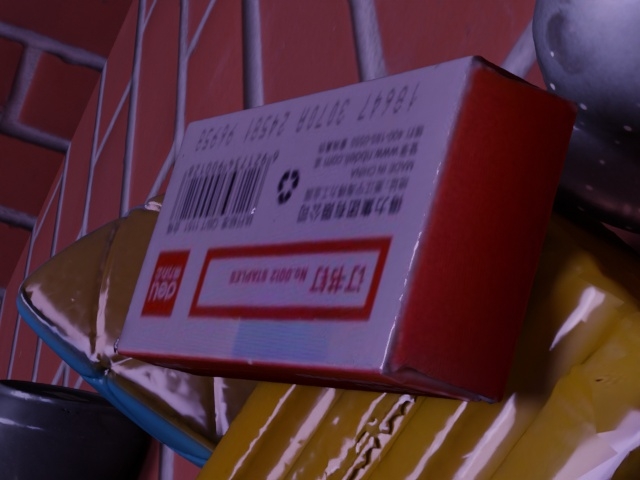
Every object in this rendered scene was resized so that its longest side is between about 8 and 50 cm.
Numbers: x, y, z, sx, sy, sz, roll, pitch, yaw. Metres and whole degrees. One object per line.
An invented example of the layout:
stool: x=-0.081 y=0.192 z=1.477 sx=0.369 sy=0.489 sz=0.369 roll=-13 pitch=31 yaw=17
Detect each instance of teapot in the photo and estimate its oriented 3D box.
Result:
teapot: x=-0.259 y=0.261 z=1.289 sx=0.203 sy=0.171 sz=0.225 roll=8 pitch=87 yaw=40

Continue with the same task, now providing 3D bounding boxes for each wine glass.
wine glass: x=0.149 y=-0.105 z=0.522 sx=0.111 sy=0.111 sz=0.204 roll=-106 pitch=36 yaw=-59

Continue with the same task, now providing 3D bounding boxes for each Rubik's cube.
Rubik's cube: x=-0.076 y=0.071 z=0.835 sx=0.254 sy=0.254 sz=0.254 roll=-55 pitch=25 yaw=41

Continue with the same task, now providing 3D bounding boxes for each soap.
soap: x=0.029 y=0.135 z=0.546 sx=0.324 sy=0.096 sz=0.204 roll=-56 pitch=32 yaw=15

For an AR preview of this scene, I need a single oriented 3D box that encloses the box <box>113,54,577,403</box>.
box: x=0.000 y=0.000 z=0.545 sx=0.229 sy=0.050 sz=0.123 roll=-5 pitch=66 yaw=56
